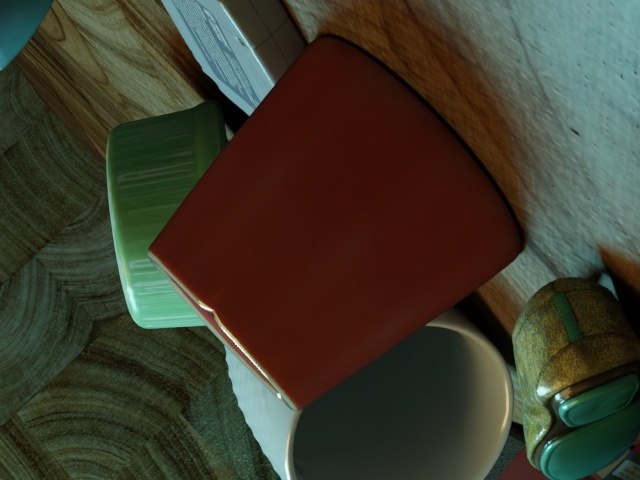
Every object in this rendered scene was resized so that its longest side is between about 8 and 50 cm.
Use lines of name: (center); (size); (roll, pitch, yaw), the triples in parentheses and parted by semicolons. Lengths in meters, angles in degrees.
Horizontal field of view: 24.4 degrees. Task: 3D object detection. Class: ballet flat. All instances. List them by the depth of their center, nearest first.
ballet flat: (0.219, 0.117, 1.267); (0.123, 0.123, 0.348); (44, 172, 20)

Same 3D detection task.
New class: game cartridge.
game cartridge: (-0.079, -0.197, 1.435); (0.196, 0.060, 0.294); (46, 173, 29)

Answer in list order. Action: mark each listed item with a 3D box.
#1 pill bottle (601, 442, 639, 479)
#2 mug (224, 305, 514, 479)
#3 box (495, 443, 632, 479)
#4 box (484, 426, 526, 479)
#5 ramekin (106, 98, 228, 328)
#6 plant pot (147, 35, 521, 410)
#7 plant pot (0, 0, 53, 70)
pill bottle: (0.254, 0.328, 1.299); (0.176, 0.318, 0.176); (47, 172, 9)
mug: (0.027, 0.098, 1.707); (0.328, 0.276, 0.374); (-132, 34, -56)
box: (0.242, 0.315, 1.572); (0.127, 0.232, 0.148); (35, 167, 30)
box: (0.276, 0.361, 1.959); (0.191, 0.143, 0.381); (48, 172, -7)
ramekin: (-0.186, -0.026, 1.943); (0.303, 0.148, 0.303); (172, 90, -89)
plant pot: (0.000, 0.000, 1.300); (0.275, 0.243, 0.275); (45, 172, 8)
plant pot: (-0.402, -0.372, 1.737); (0.290, 0.195, 0.290); (46, 172, 9)
